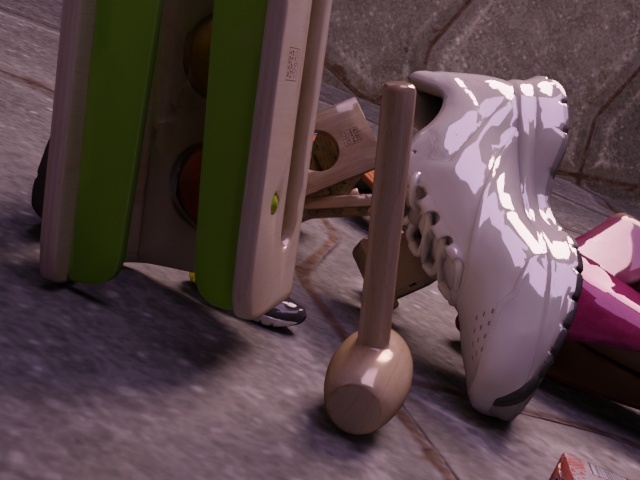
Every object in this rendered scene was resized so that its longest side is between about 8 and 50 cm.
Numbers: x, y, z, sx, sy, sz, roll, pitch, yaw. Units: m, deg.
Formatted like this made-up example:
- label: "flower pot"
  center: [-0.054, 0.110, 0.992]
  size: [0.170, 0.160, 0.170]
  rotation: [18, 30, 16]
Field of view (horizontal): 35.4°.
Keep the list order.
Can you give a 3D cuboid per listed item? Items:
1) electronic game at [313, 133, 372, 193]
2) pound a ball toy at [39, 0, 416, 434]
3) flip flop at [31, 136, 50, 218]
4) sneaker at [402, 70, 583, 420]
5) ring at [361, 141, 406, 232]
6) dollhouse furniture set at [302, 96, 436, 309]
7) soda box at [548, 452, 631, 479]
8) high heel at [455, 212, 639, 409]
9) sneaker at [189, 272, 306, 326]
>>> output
- label: "electronic game"
  center: [0.068, -0.102, 1.339]
  size: [0.229, 0.048, 0.229]
  rotation: [22, 13, -5]
- label: "pound a ball toy"
  center: [-0.028, -0.075, 0.568]
  size: [0.208, 0.319, 0.136]
  rotation: [10, 11, 12]
- label: "flip flop"
  center: [-0.107, -0.062, 0.729]
  size: [0.080, 0.112, 0.277]
  rotation: [18, 16, 12]
- label: "sneaker"
  center: [0.107, -0.007, 0.714]
  size: [0.129, 0.111, 0.297]
  rotation: [11, 48, -7]
- label: "ring"
  center: [0.176, -0.017, 1.140]
  size: [0.336, 0.032, 0.336]
  rotation: [25, 19, -9]
- label: "dollhouse furniture set"
  center: [0.000, 0.000, 0.828]
  size: [0.182, 0.101, 0.161]
  rotation: [124, -57, -75]
- label: "soda box"
  center: [0.176, 0.160, 0.425]
  size: [0.183, 0.063, 0.058]
  rotation: [22, 13, 1]
- label: "high heel"
  center: [0.274, 0.135, 0.725]
  size: [0.181, 0.127, 0.377]
  rotation: [-27, 48, -22]
- label: "sneaker"
  center: [-0.045, 0.027, 0.646]
  size: [0.083, 0.035, 0.031]
  rotation: [25, 14, 10]
